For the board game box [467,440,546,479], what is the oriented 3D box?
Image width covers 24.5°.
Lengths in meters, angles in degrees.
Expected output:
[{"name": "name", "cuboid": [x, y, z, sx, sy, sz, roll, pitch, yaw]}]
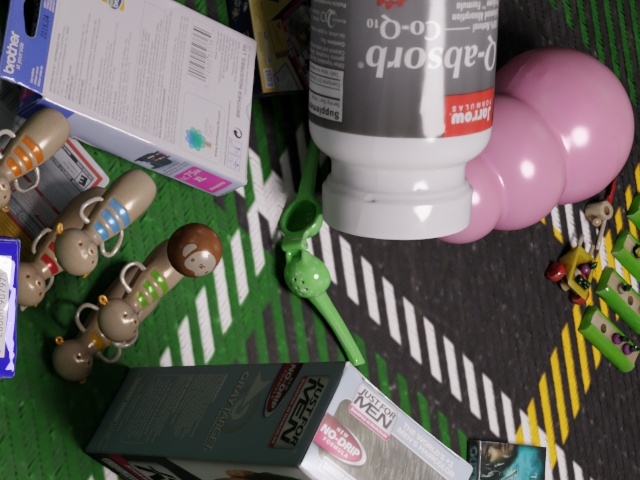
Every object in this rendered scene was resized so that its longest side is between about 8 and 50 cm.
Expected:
[{"name": "board game box", "cuboid": [0.238, 0.356, 1.908, 0.126, 0.026, 0.186, 11, 78, -38]}]

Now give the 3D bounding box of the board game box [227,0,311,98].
[{"name": "board game box", "cuboid": [-0.035, -0.295, 1.750, 0.165, 0.042, 0.243, -9, 90, -39]}]

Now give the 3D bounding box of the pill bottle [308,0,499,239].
[{"name": "pill bottle", "cuboid": [0.092, -0.197, 1.645, 0.210, 0.210, 0.363, -12, 110, -39]}]

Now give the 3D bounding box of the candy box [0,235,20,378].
[{"name": "candy box", "cuboid": [-0.427, 0.037, 1.204, 0.268, 0.317, 0.122, 4, 93, -32]}]

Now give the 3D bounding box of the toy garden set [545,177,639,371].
[{"name": "toy garden set", "cuboid": [0.427, 0.029, 2.081, 0.204, 0.049, 0.244, 42, 61, -28]}]

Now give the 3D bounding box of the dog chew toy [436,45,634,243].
[{"name": "dog chew toy", "cuboid": [0.240, -0.109, 1.861, 0.332, 0.207, 0.206, -32, 105, -28]}]

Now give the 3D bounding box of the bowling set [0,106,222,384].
[{"name": "bowling set", "cuboid": [-0.213, 0.017, 1.444, 0.154, 0.200, 0.287, -49, 127, -29]}]

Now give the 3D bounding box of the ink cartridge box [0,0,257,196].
[{"name": "ink cartridge box", "cuboid": [-0.208, -0.184, 1.569, 0.311, 0.065, 0.185, 23, 59, -37]}]

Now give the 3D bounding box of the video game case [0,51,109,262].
[{"name": "video game case", "cuboid": [-0.362, -0.038, 1.470, 0.204, 0.025, 0.285, 51, 57, -23]}]

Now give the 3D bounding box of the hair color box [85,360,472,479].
[{"name": "hair color box", "cuboid": [-0.052, 0.218, 1.465, 0.185, 0.374, 0.113, 41, 61, -28]}]

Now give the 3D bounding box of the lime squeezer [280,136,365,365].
[{"name": "lime squeezer", "cuboid": [0.000, 0.000, 1.737, 0.110, 0.059, 0.310, -8, 89, -39]}]
